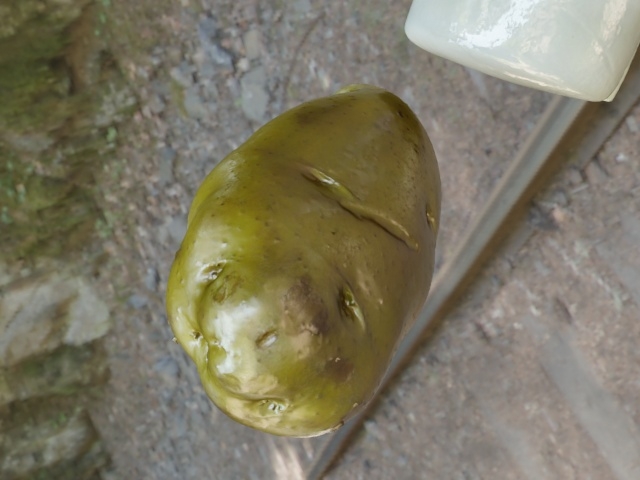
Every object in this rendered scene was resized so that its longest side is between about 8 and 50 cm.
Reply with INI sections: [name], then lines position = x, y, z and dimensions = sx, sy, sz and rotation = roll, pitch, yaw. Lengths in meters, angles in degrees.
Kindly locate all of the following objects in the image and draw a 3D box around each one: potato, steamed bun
[potato]
position = 0.000, 0.000, 0.837
dimensions = 0.196, 0.369, 0.176
rotation = 23, 135, 9
[steamed bun]
position = 0.201, -0.239, 1.049
dimensions = 0.242, 0.164, 0.146
rotation = 29, 102, 40
